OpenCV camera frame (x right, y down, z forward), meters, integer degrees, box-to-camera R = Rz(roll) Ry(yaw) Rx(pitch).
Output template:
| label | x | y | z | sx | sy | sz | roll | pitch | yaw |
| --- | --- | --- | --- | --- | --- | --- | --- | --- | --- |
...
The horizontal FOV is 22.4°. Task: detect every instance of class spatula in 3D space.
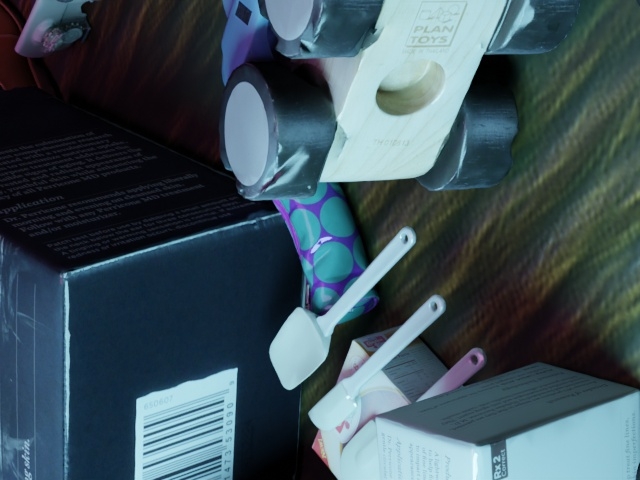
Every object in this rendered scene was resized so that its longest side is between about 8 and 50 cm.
| label | x | y | z | sx | sy | sz | roll | pitch | yaw |
| --- | --- | --- | --- | --- | --- | --- | --- | --- | --- |
| spatula | 0.043 | 0.103 | 1.395 | 0.242 | 0.019 | 0.168 | -50 | 60 | 46 |

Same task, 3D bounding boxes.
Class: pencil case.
| label | x | y | z | sx | sy | sz | roll | pitch | yaw |
| --- | --- | --- | --- | --- | --- | --- | --- | --- | --- |
| pencil case | 0.000 | 0.000 | 1.486 | 0.064 | 0.070 | 0.152 | 125 | 127 | -74 |

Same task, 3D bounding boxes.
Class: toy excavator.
| label | x | y | z | sx | sy | sz | roll | pitch | yaw |
| --- | --- | --- | --- | --- | --- | --- | --- | --- | --- |
| toy excavator | 0.014 | -0.310 | 1.274 | 0.445 | 0.222 | 0.433 | 63 | 146 | 37 |

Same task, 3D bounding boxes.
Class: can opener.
| label | x | y | z | sx | sy | sz | roll | pitch | yaw |
| --- | --- | --- | --- | --- | --- | --- | --- | --- | --- |
| can opener | -0.264 | -0.295 | 1.729 | 0.280 | 0.074 | 0.093 | -49 | 62 | 47 |

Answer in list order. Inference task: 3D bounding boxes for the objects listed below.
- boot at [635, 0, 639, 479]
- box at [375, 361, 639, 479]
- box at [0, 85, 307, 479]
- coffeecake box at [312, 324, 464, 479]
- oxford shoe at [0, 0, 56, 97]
| label | x | y | z | sx | sy | sz | roll | pitch | yaw |
| --- | --- | --- | --- | --- | --- | --- | --- | --- | --- |
| boot | 0.262 | -0.048 | 0.991 | 0.367 | 0.146 | 0.445 | -24 | 98 | 41 |
| box | 0.151 | 0.209 | 1.266 | 0.119 | 0.182 | 0.181 | 13 | 111 | 52 |
| box | -0.278 | 0.141 | 1.693 | 0.471 | 0.297 | 0.480 | 26 | 121 | 44 |
| coffeecake box | 0.086 | 0.191 | 1.437 | 0.185 | 0.068 | 0.142 | 48 | 135 | 34 |
| oxford shoe | -0.382 | -0.215 | 1.907 | 0.212 | 0.076 | 0.076 | 59 | 143 | 29 |
